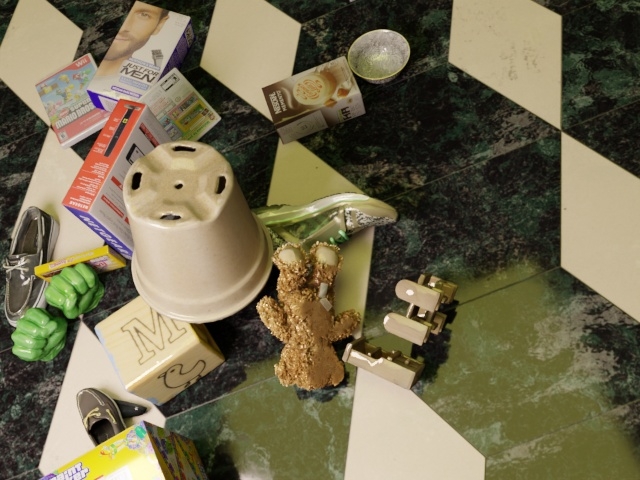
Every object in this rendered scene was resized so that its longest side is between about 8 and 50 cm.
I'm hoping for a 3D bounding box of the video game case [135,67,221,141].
[{"bbox_3d":[-0.423,-0.347,1.929,0.212,0.023,0.193,-44,100,-9],"label":"video game case"}]

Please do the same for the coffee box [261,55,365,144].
[{"bbox_3d":[-0.019,-0.383,1.869,0.246,0.098,0.141,-21,62,3],"label":"coffee box"}]

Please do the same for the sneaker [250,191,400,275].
[{"bbox_3d":[0.000,0.000,1.679,0.410,0.158,0.182,-9,74,16],"label":"sneaker"}]

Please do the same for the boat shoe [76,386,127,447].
[{"bbox_3d":[-0.502,0.425,1.576,0.081,0.069,0.228,-44,65,-2],"label":"boat shoe"}]

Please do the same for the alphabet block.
[{"bbox_3d":[-0.375,0.244,1.611,0.197,0.192,0.193,-35,65,-3],"label":"alphabet block"}]

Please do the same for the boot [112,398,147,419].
[{"bbox_3d":[-0.479,0.434,1.627,0.121,0.045,0.099,5,67,19],"label":"boot"}]

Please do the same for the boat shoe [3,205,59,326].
[{"bbox_3d":[-0.795,0.065,1.827,0.121,0.119,0.335,-6,64,10],"label":"boat shoe"}]

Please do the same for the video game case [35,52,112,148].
[{"bbox_3d":[-0.749,-0.433,2.102,0.204,0.025,0.285,-31,62,-2],"label":"video game case"}]

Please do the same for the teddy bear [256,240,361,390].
[{"bbox_3d":[-0.029,0.167,1.569,0.245,0.113,0.338,-20,97,-31],"label":"teddy bear"}]

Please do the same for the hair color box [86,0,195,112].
[{"bbox_3d":[-0.528,-0.531,2.033,0.185,0.110,0.339,19,69,6],"label":"hair color box"}]

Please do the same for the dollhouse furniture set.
[{"bbox_3d":[0.174,0.178,1.507,0.161,0.212,0.242,22,99,20],"label":"dollhouse furniture set"}]

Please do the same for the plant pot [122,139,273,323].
[{"bbox_3d":[-0.279,-0.036,1.471,0.333,0.305,0.334,-1,59,1],"label":"plant pot"}]

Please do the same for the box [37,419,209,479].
[{"bbox_3d":[-0.410,0.546,1.427,0.290,0.279,0.177,-29,63,-2],"label":"box"}]

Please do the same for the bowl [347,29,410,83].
[{"bbox_3d":[0.166,-0.491,1.888,0.170,0.080,0.170,-5,65,11],"label":"bowl"}]

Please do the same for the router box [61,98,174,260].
[{"bbox_3d":[-0.468,-0.137,1.725,0.082,0.335,0.301,16,70,18],"label":"router box"}]

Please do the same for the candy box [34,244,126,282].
[{"bbox_3d":[-0.629,0.068,1.797,0.205,0.105,0.027,-16,68,6],"label":"candy box"}]

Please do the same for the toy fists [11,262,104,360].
[{"bbox_3d":[-0.665,0.185,1.730,0.096,0.142,0.279,31,76,23],"label":"toy fists"}]
